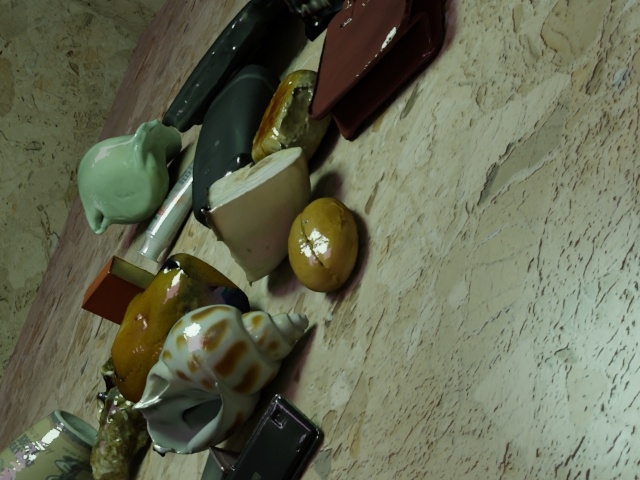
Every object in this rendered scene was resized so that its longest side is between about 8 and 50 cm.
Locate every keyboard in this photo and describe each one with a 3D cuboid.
[{"bbox_3d":[-0.082,0.307,1.228,0.094,0.025,0.230,37,102,33],"label":"keyboard"}]

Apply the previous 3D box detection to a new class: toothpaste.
[{"bbox_3d":[-0.308,-0.101,2.216,0.323,0.066,0.100,-60,25,-6],"label":"toothpaste"}]

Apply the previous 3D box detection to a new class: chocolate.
[{"bbox_3d":[-0.030,-0.543,1.931,0.224,0.177,0.206,-32,37,50],"label":"chocolate"}]

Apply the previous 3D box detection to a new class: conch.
[{"bbox_3d":[-0.139,0.180,1.382,0.275,0.149,0.182,-38,74,34],"label":"conch"}]

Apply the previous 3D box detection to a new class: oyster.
[{"bbox_3d":[-0.375,0.298,1.808,0.166,0.094,0.294,-43,38,13],"label":"oyster"}]

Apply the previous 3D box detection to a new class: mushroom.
[{"bbox_3d":[-0.074,-0.041,1.548,0.173,0.162,0.236,-25,16,1],"label":"mushroom"}]

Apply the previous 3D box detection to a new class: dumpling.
[{"bbox_3d":[-0.478,-0.145,2.489,0.321,0.270,0.211,-17,69,30],"label":"dumpling"}]

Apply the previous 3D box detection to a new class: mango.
[{"bbox_3d":[-0.233,0.157,1.597,0.287,0.153,0.201,-44,39,34],"label":"mango"}]

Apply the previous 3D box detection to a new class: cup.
[{"bbox_3d":[-0.510,0.466,1.875,0.257,0.227,0.301,-51,-6,-6],"label":"cup"}]

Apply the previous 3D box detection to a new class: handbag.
[{"bbox_3d":[0.088,-0.323,1.532,0.260,0.084,0.275,-44,28,41],"label":"handbag"},{"bbox_3d":[-0.331,0.115,1.830,0.127,0.190,0.062,-46,25,38],"label":"handbag"}]

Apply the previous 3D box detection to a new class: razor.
[{"bbox_3d":[-0.167,-0.189,1.917,0.204,0.114,0.349,-42,29,37],"label":"razor"}]

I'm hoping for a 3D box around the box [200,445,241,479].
[{"bbox_3d":[-0.124,0.321,1.305,0.063,0.060,0.085,-67,22,3],"label":"box"}]

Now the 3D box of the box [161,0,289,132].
[{"bbox_3d":[-0.188,-0.413,2.146,0.359,0.091,0.350,-48,9,34],"label":"box"}]

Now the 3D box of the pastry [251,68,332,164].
[{"bbox_3d":[-0.043,-0.202,1.672,0.192,0.093,0.182,-27,42,67],"label":"pastry"}]

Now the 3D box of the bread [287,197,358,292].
[{"bbox_3d":[0.000,0.000,1.374,0.114,0.077,0.189,-59,24,22],"label":"bread"}]
